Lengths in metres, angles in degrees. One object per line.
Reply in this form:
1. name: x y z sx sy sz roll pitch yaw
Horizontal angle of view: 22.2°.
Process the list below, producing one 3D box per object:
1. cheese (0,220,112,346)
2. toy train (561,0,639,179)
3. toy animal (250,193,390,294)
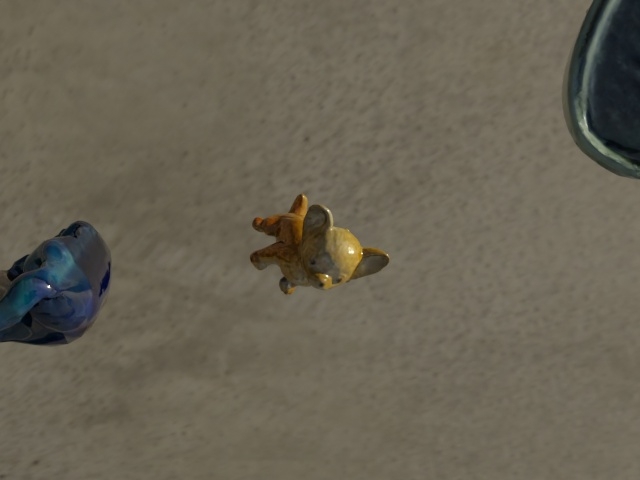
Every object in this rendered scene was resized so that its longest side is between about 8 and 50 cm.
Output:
1. cheese: -0.240 0.089 0.736 0.329 0.217 0.129 -31 103 11
2. toy train: 0.226 -0.193 0.726 0.086 0.088 0.407 34 83 4
3. toy animal: 0.000 0.000 1.021 0.060 0.083 0.081 46 50 -24
